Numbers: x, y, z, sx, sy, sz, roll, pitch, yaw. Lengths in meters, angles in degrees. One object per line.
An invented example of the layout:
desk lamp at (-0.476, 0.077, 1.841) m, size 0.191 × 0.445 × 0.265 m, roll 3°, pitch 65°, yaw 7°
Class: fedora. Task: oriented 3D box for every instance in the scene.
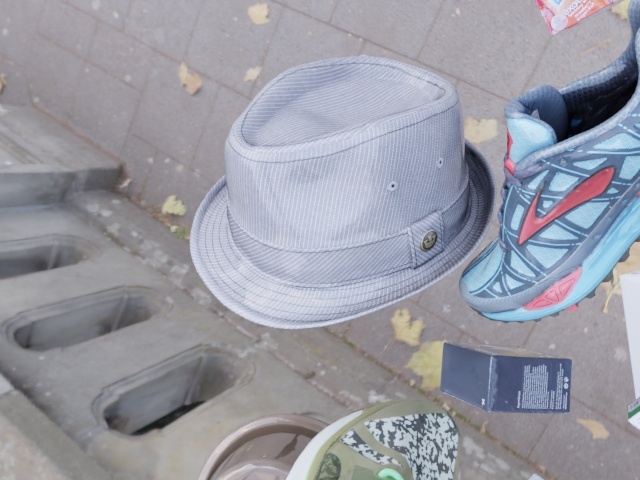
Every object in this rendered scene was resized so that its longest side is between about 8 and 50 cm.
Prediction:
fedora at (0.015, -0.066, 0.503) m, size 0.244 × 0.275 × 0.124 m, roll 52°, pitch 158°, yaw 44°

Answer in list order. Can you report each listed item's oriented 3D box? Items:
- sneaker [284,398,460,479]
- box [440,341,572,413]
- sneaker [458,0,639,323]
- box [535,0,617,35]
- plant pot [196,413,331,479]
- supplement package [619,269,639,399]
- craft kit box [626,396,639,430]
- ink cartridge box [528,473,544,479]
sneaker at (0.035, 0.241, 0.430) m, size 0.182 × 0.410 × 0.158 m, roll -30°, pitch 90°, yaw 40°
box at (0.312, 0.231, 1.038) m, size 0.156 × 0.158 × 0.093 m, roll 176°, pitch 99°, yaw -72°
sneaker at (0.164, -0.050, 0.411) m, size 0.125 × 0.104 × 0.262 m, roll 29°, pitch 128°, yaw -10°
box at (0.541, -0.520, 1.265) m, size 0.128 × 0.257 × 0.123 m, roll -23°, pitch 97°, yaw 39°
plant pot at (-0.052, 0.346, 0.749) m, size 0.262 × 0.229 × 0.263 m, roll -1°, pitch 73°, yaw 4°
supplement package at (0.686, 0.190, 1.097) m, size 0.175 × 0.177 × 0.293 m, roll -5°, pitch 94°, yaw 62°
craft kit box at (0.633, 0.266, 0.876) m, size 0.246 × 0.061 × 0.250 m, roll 42°, pitch 116°, yaw 9°
ink cartridge box at (0.455, 0.629, 1.371) m, size 0.061 × 0.104 × 0.181 m, roll 31°, pitch 123°, yaw 33°
